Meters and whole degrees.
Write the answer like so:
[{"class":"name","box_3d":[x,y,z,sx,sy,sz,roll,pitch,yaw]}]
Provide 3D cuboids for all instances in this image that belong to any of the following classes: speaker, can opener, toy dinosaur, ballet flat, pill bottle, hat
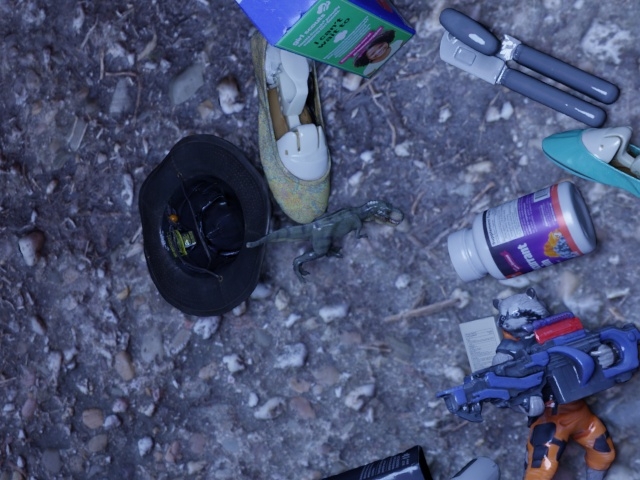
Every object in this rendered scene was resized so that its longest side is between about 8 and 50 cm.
[{"class":"speaker","box_3d":[0.226,0.371,1.242,0.055,0.136,0.055,2,95,29]},{"class":"can opener","box_3d":[0.291,-0.249,1.198,0.280,0.093,0.074,31,106,18]},{"class":"toy dinosaur","box_3d":[0.000,0.000,1.328,0.064,0.268,0.118,58,154,35]},{"class":"ballet flat","box_3d":[-0.043,-0.203,1.352,0.123,0.123,0.348,-12,85,29]},{"class":"ballet flat","box_3d":[0.428,-0.109,1.127,0.247,0.083,0.087,31,140,19]},{"class":"pill bottle","box_3d":[0.289,-0.005,1.200,0.194,0.108,0.108,-22,83,28]},{"class":"hat","box_3d":[-0.169,-0.027,1.436,0.331,0.134,0.331,6,100,40]}]

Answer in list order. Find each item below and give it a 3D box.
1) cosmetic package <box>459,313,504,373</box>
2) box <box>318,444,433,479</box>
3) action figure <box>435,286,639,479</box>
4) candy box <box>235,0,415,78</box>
[{"class":"cosmetic package","box_3d":[0.260,0.175,1.265,0.060,0.041,0.115,-15,86,29]},{"class":"box","box_3d":[0.064,0.536,1.260,0.313,0.179,0.343,-21,83,5]},{"class":"action figure","box_3d":[0.286,0.233,1.151,0.178,0.341,0.330,157,107,-65]},{"class":"candy box","box_3d":[-0.031,-0.391,1.229,0.122,0.317,0.268,-44,73,24]}]
